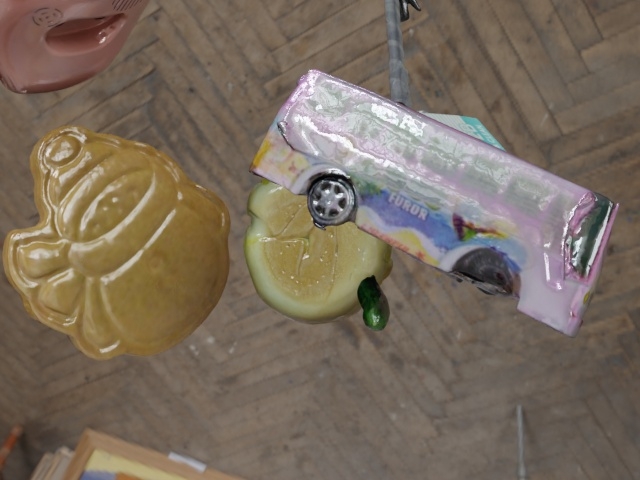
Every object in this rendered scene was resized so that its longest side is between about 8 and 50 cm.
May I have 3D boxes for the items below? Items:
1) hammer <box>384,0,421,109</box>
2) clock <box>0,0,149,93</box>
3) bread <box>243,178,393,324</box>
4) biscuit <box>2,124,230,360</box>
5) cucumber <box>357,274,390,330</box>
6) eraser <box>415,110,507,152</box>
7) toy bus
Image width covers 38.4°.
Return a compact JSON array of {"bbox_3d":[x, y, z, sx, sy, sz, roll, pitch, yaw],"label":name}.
[{"bbox_3d":[0.103,-0.254,1.298,0.044,0.427,0.152,-18,141,25],"label":"hammer"},{"bbox_3d":[-0.274,-0.272,1.003,0.241,0.227,0.142,-33,86,43],"label":"clock"},{"bbox_3d":[0.000,0.000,1.188,0.213,0.105,0.213,0,90,10],"label":"bread"},{"bbox_3d":[-0.286,0.008,1.314,0.351,0.312,0.057,42,153,-27],"label":"biscuit"},{"bbox_3d":[0.061,0.072,1.043,0.033,0.184,0.036,-37,98,5],"label":"cucumber"},{"bbox_3d":[0.178,-0.065,1.023,0.095,0.225,0.052,2,126,-26],"label":"eraser"},{"bbox_3d":[0.086,-0.029,0.697,0.274,0.090,0.112,27,93,18],"label":"toy bus"}]
